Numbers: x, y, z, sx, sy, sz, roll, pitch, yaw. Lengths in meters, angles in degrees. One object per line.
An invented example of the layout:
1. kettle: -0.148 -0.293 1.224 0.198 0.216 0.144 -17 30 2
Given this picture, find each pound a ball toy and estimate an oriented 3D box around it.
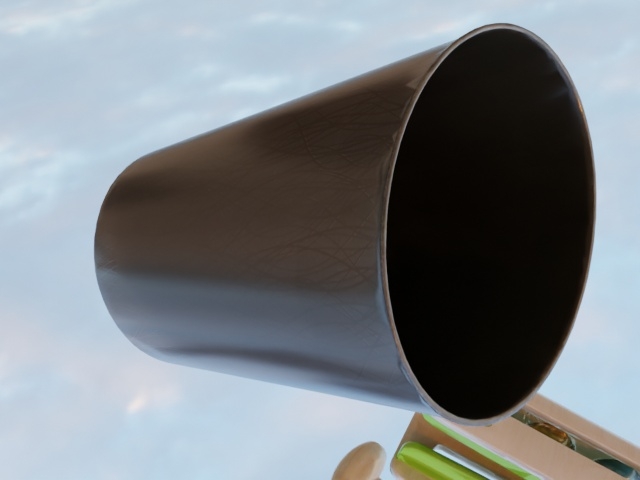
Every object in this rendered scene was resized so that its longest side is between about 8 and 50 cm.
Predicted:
1. pound a ball toy: 0.194 0.244 1.217 0.319 0.208 0.136 28 -137 7

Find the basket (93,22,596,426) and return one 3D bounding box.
1. basket: 0.000 0.000 0.598 0.227 0.154 0.204 -8 -137 42
